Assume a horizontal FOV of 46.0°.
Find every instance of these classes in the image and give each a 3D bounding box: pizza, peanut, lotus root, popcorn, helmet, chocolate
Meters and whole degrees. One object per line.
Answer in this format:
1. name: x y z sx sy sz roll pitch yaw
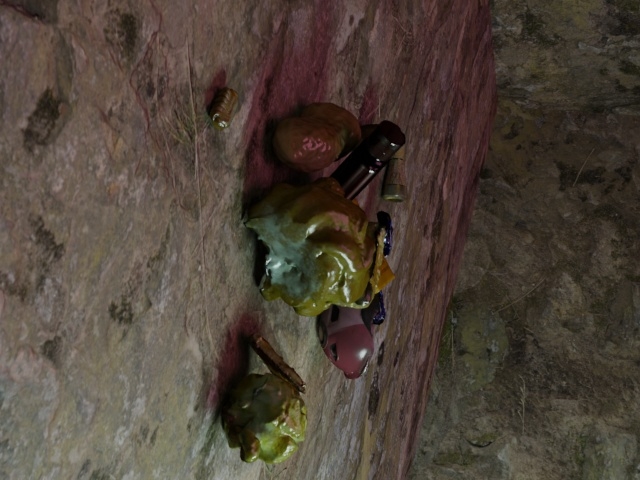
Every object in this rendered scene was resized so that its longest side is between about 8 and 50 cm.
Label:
1. pizza: -0.090 0.271 1.654 0.036 0.176 0.184 -46 137 -16
2. peanut: -0.008 -0.234 1.720 0.313 0.149 0.149 -39 133 -56
3. lotus root: 0.148 -0.277 2.175 0.122 0.081 0.112 78 30 -43
4. popcorn: -0.124 0.380 1.581 0.212 0.198 0.198 -35 130 -52
5. helmet: 0.066 0.235 2.061 0.253 0.154 0.198 -67 -166 -12
6. chocolate: 0.148 0.077 2.276 0.148 0.126 0.343 174 -75 -71

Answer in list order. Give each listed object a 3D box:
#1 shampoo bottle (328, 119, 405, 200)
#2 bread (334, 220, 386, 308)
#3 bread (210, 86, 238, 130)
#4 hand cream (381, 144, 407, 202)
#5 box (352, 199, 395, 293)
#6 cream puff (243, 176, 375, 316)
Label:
1. shampoo bottle: 0.078 -0.153 1.774 0.323 0.084 0.129 -45 -170 40
2. bread: 0.052 0.067 1.910 0.162 0.204 0.262 89 16 -53
3. bread: -0.181 -0.246 1.403 0.049 0.034 0.088 48 48 -46
4. hand cream: 0.247 -0.229 2.471 0.084 0.084 0.203 26 66 -68
5. box: 0.110 0.007 2.058 0.269 0.043 0.152 64 25 -2
6. cream puff: 0.004 -0.005 1.649 0.270 0.274 0.323 -47 143 -44
